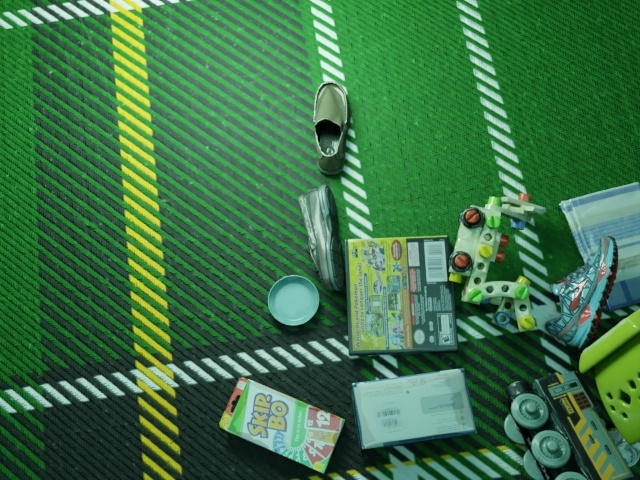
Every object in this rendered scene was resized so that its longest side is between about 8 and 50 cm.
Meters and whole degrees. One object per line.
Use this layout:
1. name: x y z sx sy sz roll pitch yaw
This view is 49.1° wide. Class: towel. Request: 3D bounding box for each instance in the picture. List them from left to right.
1. towel: 0.704 0.012 1.643 0.209 0.034 0.285 -15 74 -5

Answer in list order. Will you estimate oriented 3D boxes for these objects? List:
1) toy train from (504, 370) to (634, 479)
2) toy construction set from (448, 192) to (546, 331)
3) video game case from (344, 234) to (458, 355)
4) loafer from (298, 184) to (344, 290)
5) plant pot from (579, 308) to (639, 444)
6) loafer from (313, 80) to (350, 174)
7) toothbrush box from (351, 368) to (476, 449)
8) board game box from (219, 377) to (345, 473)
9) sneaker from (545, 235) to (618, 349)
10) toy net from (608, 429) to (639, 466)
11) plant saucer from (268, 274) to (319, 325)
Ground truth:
1. toy train: 0.514 0.426 1.439 0.190 0.142 0.334 -17 54 -7
2. toy construction set: 0.406 0.029 1.586 0.215 0.151 0.327 14 74 5
3. video game case: 0.184 0.126 1.628 0.248 0.035 0.274 -2 73 2
4. loafer: 0.000 0.000 1.658 0.084 0.096 0.267 -14 64 19
5. plant pot: 0.693 0.249 1.443 0.228 0.227 0.207 -20 64 -33
6. loafer: 0.030 -0.291 1.737 0.094 0.087 0.251 -3 73 2
7. toothbrush box: 0.176 0.349 1.422 0.216 0.295 0.126 -8 74 -1
8. board game box: -0.088 0.406 1.554 0.259 0.039 0.124 20 74 11
9. sneaker: 0.579 0.104 1.565 0.125 0.104 0.261 20 88 26
10. toy net: 0.615 0.496 1.487 0.232 0.045 0.122 -42 75 -10
11. plant saucer: -0.062 0.142 1.640 0.119 0.021 0.119 -1 72 3
